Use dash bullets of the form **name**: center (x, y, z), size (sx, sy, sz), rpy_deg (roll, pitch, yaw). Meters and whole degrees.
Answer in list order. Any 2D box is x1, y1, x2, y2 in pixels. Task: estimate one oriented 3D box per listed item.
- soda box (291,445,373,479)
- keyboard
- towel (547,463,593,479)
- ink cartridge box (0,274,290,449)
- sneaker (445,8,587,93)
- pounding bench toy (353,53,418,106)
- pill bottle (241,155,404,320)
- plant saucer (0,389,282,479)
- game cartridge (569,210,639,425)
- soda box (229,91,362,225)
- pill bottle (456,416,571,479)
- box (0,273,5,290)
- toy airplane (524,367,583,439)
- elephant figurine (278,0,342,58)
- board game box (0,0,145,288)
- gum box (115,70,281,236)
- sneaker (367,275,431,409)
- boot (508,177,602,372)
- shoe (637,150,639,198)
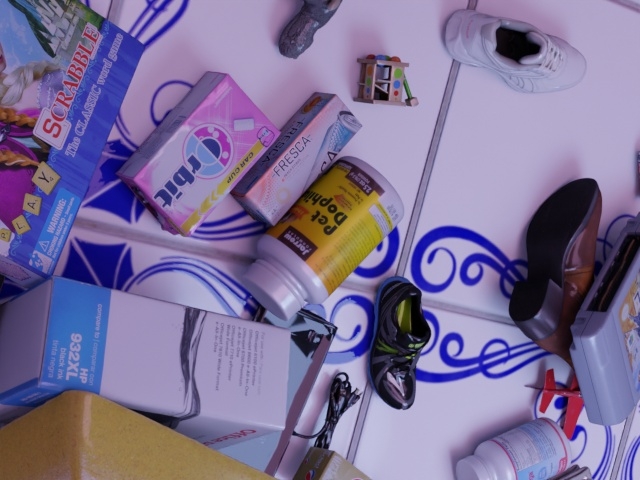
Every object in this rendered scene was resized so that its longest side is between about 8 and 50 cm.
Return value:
- **soda box**: center (0.049, 0.350, 1.819), size (0.181, 0.061, 0.058), rpy_deg (42, 67, -26)
- **keyboard**: center (-0.060, 0.248, 1.803), size (0.201, 0.033, 0.317), rpy_deg (26, 87, -28)
- **towel**: center (0.354, 0.493, 2.054), size (0.187, 0.049, 0.282), rpy_deg (-18, 109, -26)
- **ink cartridge box**: center (-0.220, 0.154, 1.564), size (0.307, 0.223, 0.129), rpy_deg (15, 66, -31)
- **sneaker**: center (0.288, -0.253, 1.856), size (0.232, 0.115, 0.090), rpy_deg (10, 94, -31)
- **pounding bench toy**: center (0.094, -0.213, 1.790), size (0.083, 0.052, 0.065), rpy_deg (1, 98, -30)
- **pill bottle**: center (0.000, 0.000, 1.738), size (0.215, 0.117, 0.117), rpy_deg (-46, 118, -15)
- **plant saucer**: center (-0.239, 0.313, 1.545), size (0.332, 0.332, 0.081), rpy_deg (31, 48, -30)
- **game cartridge**: center (0.451, 0.120, 1.977), size (0.297, 0.062, 0.198), rpy_deg (-53, 130, -40)
- **soda box**: center (-0.033, -0.106, 1.734), size (0.183, 0.058, 0.063), rpy_deg (-49, 118, -12)
- **pill bottle**: center (0.282, 0.325, 1.979), size (0.160, 0.087, 0.087), rpy_deg (-19, 108, -25)
- **box**: center (-0.500, 0.068, 1.475), size (0.261, 0.103, 0.184), rpy_deg (19, 92, -30)
- **toy airplane**: center (0.377, 0.229, 2.049), size (0.151, 0.028, 0.151), rpy_deg (-5, 100, -29)
- **elephant figurine**: center (0.021, -0.371, 1.671), size (0.239, 0.169, 0.186), rpy_deg (-27, 83, -6)
- **board game box**: center (-0.381, -0.160, 1.464), size (0.318, 0.066, 0.319), rpy_deg (31, 63, -30)
- **gum box**: center (-0.153, -0.104, 1.663), size (0.188, 0.062, 0.107), rpy_deg (-50, 118, -13)
- **sneaker**: center (0.110, 0.145, 1.851), size (0.067, 0.078, 0.188), rpy_deg (-4, 102, -29)
- **boot**: center (0.410, 0.080, 2.002), size (0.280, 0.096, 0.264), rpy_deg (40, 57, -38)
- **shoe**: center (0.566, -0.103, 2.077), size (0.178, 0.063, 0.081), rpy_deg (-8, 105, -23)
